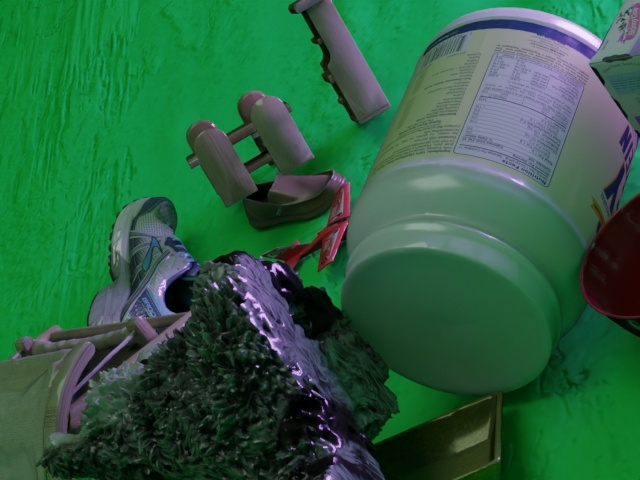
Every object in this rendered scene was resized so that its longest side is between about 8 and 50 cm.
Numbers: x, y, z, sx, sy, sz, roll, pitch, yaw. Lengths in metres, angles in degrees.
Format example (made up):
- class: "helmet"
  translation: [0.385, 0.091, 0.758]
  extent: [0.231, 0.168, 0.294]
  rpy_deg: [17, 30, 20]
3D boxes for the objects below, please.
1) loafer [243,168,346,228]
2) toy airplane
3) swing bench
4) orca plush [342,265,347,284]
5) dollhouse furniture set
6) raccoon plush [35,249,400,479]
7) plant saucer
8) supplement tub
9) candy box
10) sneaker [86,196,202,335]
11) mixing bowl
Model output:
- class: "loafer"
  translation: [-0.036, -0.053, 2.290]
  extent: [0.148, 0.050, 0.056]
  rpy_deg: [-20, 34, 33]
- class: "toy airplane"
  translation: [0.000, 0.000, 2.194]
  extent: [0.151, 0.028, 0.151]
  rpy_deg: [-30, 28, 18]
- class: "swing bench"
  translation: [-0.271, 0.178, 2.004]
  extent: [0.253, 0.165, 0.255]
  rpy_deg: [-11, 2, 40]
- class: "orca plush"
  translation: [0.085, -0.011, 2.029]
  extent: [0.151, 0.102, 0.287]
  rpy_deg: [3, 50, 52]
- class: "dollhouse furniture set"
  translation: [-0.064, -0.171, 2.315]
  extent: [0.242, 0.161, 0.212]
  rpy_deg: [-30, 9, -2]
- class: "raccoon plush"
  translation: [-0.111, 0.202, 1.653]
  extent: [0.299, 0.216, 0.446]
  rpy_deg: [-43, 16, 18]
- class: "plant saucer"
  translation: [0.084, 0.216, 1.705]
  extent: [0.188, 0.045, 0.188]
  rpy_deg: [-25, 10, 12]
- class: "supplement tub"
  translation: [0.162, -0.038, 1.835]
  extent: [0.235, 0.235, 0.325]
  rpy_deg: [-15, 37, 38]
- class: "candy box"
  translation: [0.355, -0.157, 1.815]
  extent: [0.070, 0.196, 0.165]
  rpy_deg: [-6, 43, 46]
- class: "sneaker"
  translation: [-0.185, 0.049, 2.300]
  extent: [0.122, 0.110, 0.283]
  rpy_deg: [-10, 39, 14]
- class: "mixing bowl"
  translation: [0.328, 0.031, 1.681]
  extent: [0.181, 0.098, 0.181]
  rpy_deg: [-29, 29, 18]
